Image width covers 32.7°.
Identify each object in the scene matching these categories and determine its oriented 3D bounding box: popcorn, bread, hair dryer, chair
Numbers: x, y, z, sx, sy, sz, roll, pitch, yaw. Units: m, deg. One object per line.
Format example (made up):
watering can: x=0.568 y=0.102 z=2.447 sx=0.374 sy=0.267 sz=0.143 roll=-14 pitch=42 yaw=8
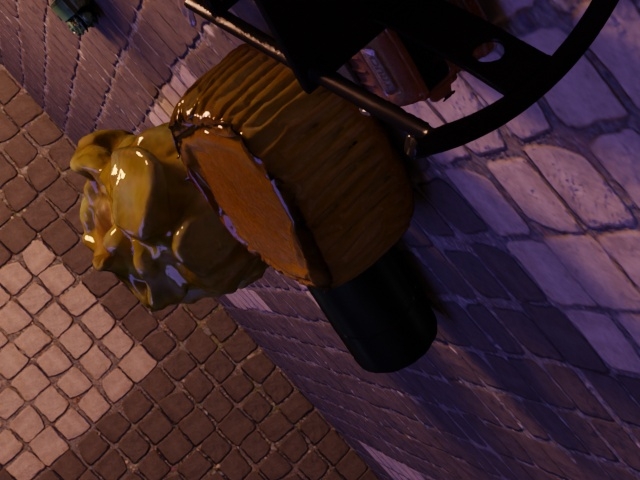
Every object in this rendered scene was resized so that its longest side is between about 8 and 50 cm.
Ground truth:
popcorn: x=-0.212 y=-0.045 z=1.639 sx=0.334 sy=0.294 sz=0.292 roll=-10 pitch=86 yaw=43
bread: x=-0.031 y=-0.071 z=1.074 sx=0.253 sy=0.142 sz=0.227 roll=31 pitch=159 yaw=54
hair dryer: x=0.000 y=0.000 z=1.347 sx=0.302 sy=0.116 sz=0.244 roll=43 pitch=167 yaw=53
chair: x=0.013 y=-0.170 z=0.586 sx=0.260 sy=0.154 sz=0.141 roll=37 pitch=166 yaw=45

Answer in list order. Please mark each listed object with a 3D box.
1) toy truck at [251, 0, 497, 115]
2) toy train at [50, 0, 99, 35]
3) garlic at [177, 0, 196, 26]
toy truck: x=0.029 y=-0.148 z=0.745 sx=0.083 sy=0.092 sz=0.192 roll=55 pitch=165 yaw=-30
toy train: x=-0.364 y=-0.341 z=1.617 sx=0.071 sy=0.038 sz=0.148 roll=53 pitch=167 yaw=-16
garlic: x=-0.088 y=-0.247 z=0.838 sx=0.174 sy=0.099 sz=0.124 roll=39 pitch=151 yaw=36
